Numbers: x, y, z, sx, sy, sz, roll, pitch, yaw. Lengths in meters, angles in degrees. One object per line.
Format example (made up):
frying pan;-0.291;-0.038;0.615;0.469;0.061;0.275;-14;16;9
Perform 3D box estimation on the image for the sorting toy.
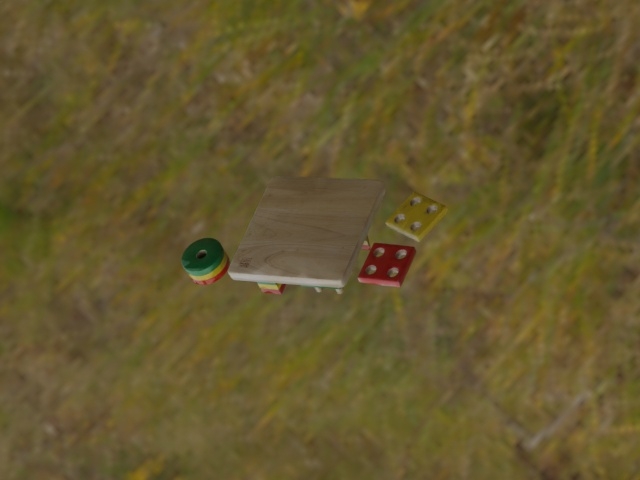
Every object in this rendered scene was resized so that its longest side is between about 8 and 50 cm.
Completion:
sorting toy;0.000;0.000;1.866;0.275;0.132;0.046;3;142;29
